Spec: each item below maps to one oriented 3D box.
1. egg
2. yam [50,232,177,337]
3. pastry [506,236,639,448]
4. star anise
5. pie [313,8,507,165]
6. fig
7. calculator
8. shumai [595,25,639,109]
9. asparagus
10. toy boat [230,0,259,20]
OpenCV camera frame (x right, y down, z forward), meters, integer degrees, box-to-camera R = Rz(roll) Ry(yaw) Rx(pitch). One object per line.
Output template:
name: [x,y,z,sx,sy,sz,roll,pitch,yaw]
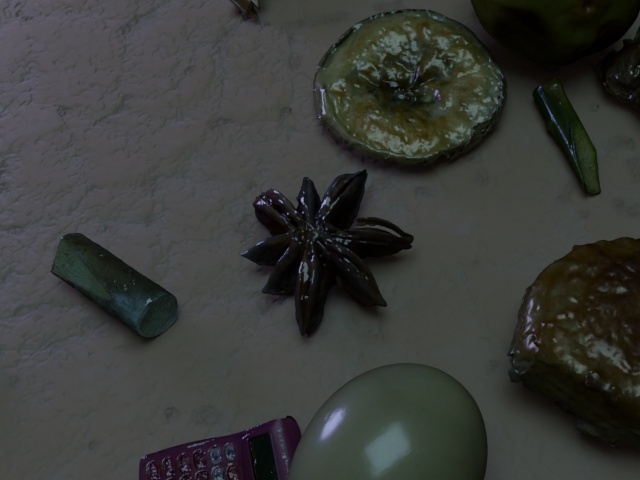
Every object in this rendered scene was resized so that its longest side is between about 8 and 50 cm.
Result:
egg: [0.067,0.237,1.061,0.186,0.186,0.241,30,68,22]
yam: [-0.258,0.053,1.276,0.169,0.068,0.068,30,65,22]
pastry: [0.346,0.111,1.159,0.257,0.120,0.236,29,60,23]
star anise: [0.000,0.000,1.280,0.236,0.093,0.229,28,70,25]
pie: [0.122,-0.213,1.420,0.274,0.055,0.274,-3,57,4]
fig: [0.308,-0.369,1.402,0.240,0.239,0.271,-20,37,-7]
calculator: [-0.105,0.275,1.145,0.191,0.034,0.126,-15,58,2]
shumai: [0.430,-0.227,1.368,0.105,0.123,0.139,-22,71,4]
asparagus: [0.331,-0.139,1.362,0.045,0.041,0.178,-20,59,2]
toy boat: [-0.088,-0.422,1.570,0.072,0.064,0.206,13,60,-8]
